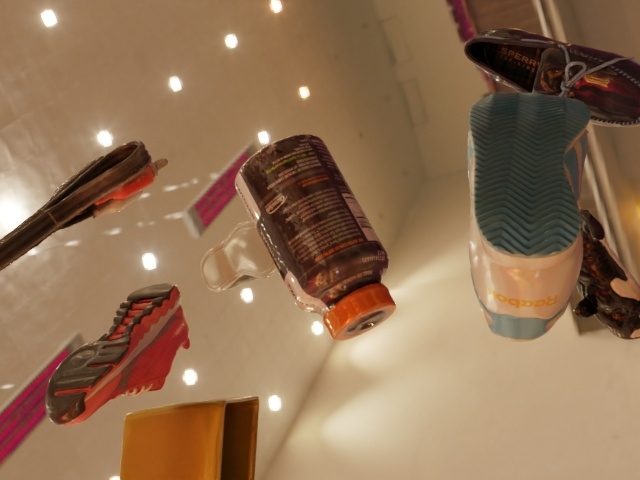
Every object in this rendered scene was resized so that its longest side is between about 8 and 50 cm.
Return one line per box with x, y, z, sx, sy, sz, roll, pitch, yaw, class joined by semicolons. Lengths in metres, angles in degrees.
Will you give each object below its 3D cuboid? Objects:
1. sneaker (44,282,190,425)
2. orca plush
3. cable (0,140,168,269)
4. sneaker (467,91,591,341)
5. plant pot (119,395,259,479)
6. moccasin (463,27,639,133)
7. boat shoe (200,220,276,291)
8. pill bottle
-0.290;0.197;1.453;0.314;0.116;0.136;-51;-54;-48;sneaker
0.453;0.083;1.507;0.102;0.151;0.287;-49;-39;-17;orca plush
-0.275;-0.022;1.043;0.072;0.139;0.287;55;-136;-18;cable
0.140;-0.030;0.657;0.228;0.087;0.092;-67;-21;-49;sneaker
-0.227;0.370;1.604;0.212;0.187;0.212;33;-121;-77;plant pot
0.377;-0.254;1.522;0.117;0.342;0.137;-14;-61;-43;moccasin
-0.127;0.021;1.800;0.091;0.302;0.114;-19;-90;-36;boat shoe
0.000;0.000;1.162;0.130;0.130;0.245;15;-137;-61;pill bottle
